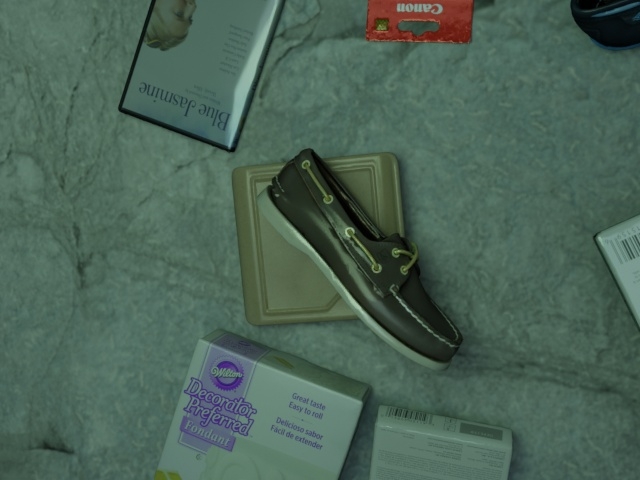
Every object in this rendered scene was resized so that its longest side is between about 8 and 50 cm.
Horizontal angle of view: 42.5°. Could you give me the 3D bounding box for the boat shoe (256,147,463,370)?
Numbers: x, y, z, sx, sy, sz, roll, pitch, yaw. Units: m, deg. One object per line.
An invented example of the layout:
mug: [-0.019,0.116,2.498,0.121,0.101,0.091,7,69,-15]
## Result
boat shoe: [0.062,0.022,1.026,0.324,0.117,0.096,45,108,13]

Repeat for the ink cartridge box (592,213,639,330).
ink cartridge box: [0.480,0.043,0.901,0.275,0.060,0.238,-25,82,12]

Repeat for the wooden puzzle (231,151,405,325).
wooden puzzle: [0.000,0.000,1.122,0.239,0.044,0.220,-4,94,16]

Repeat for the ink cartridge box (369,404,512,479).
ink cartridge box: [0.155,0.343,1.119,0.181,0.056,0.224,9,114,10]

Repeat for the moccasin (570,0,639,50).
moccasin: [0.435,-0.329,0.905,0.342,0.117,0.137,-41,57,32]

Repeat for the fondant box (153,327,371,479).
fondant box: [-0.097,0.317,1.134,0.238,0.096,0.330,20,96,10]

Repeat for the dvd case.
dvd case: [-0.163,-0.270,1.141,0.180,0.022,0.253,21,98,9]

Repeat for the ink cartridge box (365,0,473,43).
ink cartridge box: [0.129,-0.351,1.066,0.146,0.045,0.179,4,92,11]
